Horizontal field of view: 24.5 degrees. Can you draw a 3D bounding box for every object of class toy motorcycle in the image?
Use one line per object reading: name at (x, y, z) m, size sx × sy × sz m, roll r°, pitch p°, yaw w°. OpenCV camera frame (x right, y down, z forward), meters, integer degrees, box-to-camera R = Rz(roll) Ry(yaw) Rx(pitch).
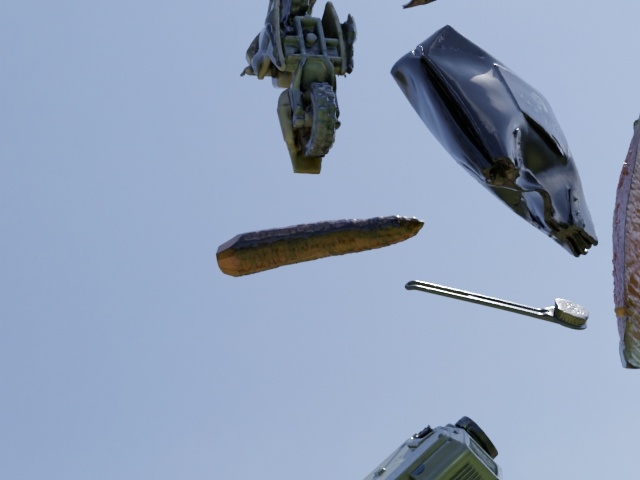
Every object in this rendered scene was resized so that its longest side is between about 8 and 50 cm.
toy motorcycle at (-0.020, -0.161, 1.426) m, size 0.094 × 0.229 × 0.130 m, roll 3°, pitch -35°, yaw -20°

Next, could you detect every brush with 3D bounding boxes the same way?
brush at (0.249, 0.084, 2.065) m, size 0.266 × 0.062 × 0.027 m, roll 12°, pitch -69°, yaw -5°

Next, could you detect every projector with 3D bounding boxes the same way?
projector at (0.114, 0.286, 1.707) m, size 0.193 × 0.088 × 0.269 m, roll -40°, pitch 0°, yaw -13°

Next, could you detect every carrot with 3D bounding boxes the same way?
carrot at (0.000, 0.000, 2.195) m, size 0.314 × 0.066 × 0.066 m, roll -10°, pitch -32°, yaw 10°

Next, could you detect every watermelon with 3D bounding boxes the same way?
watermelon at (0.260, 0.006, 1.192) m, size 0.063 × 0.245 × 0.119 m, roll -3°, pitch -30°, yaw 28°

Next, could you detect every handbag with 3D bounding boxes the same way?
handbag at (0.262, -0.129, 2.066) m, size 0.152 × 0.288 × 0.342 m, roll -41°, pitch -48°, yaw 17°

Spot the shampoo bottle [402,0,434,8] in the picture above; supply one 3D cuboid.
shampoo bottle at (0.090, -0.391, 1.725) m, size 0.067 × 0.236 × 0.068 m, roll -30°, pitch 17°, yaw -39°
